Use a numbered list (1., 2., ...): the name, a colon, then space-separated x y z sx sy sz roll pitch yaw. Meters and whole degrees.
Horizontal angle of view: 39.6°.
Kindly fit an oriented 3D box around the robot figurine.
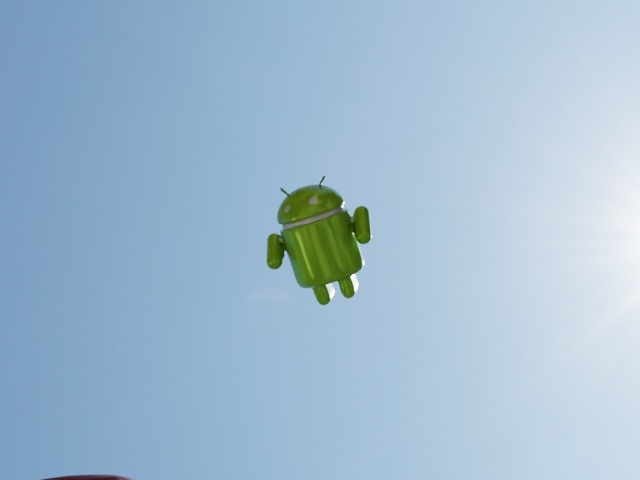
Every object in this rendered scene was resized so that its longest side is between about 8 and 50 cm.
1. robot figurine: 0.000 0.000 0.825 0.101 0.067 0.115 -16 -84 13

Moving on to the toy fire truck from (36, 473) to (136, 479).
1. toy fire truck: -0.221 0.255 0.515 0.254 0.169 0.302 -5 -27 -14
